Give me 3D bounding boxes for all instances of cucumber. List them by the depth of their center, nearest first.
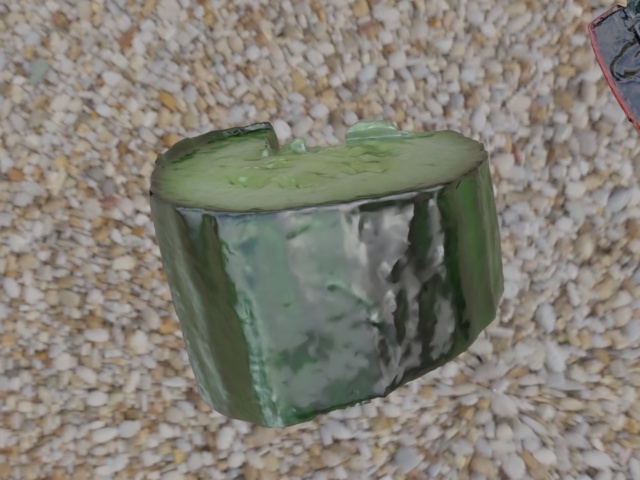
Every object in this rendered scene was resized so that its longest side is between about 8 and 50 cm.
[{"bbox_3d":[0.001,0.004,0.689,0.191,0.191,0.130,-10,116,7],"label":"cucumber"}]

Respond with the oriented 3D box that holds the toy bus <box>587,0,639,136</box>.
[{"bbox_3d":[0.235,-0.110,0.599,0.195,0.089,0.081,-29,55,17],"label":"toy bus"}]
